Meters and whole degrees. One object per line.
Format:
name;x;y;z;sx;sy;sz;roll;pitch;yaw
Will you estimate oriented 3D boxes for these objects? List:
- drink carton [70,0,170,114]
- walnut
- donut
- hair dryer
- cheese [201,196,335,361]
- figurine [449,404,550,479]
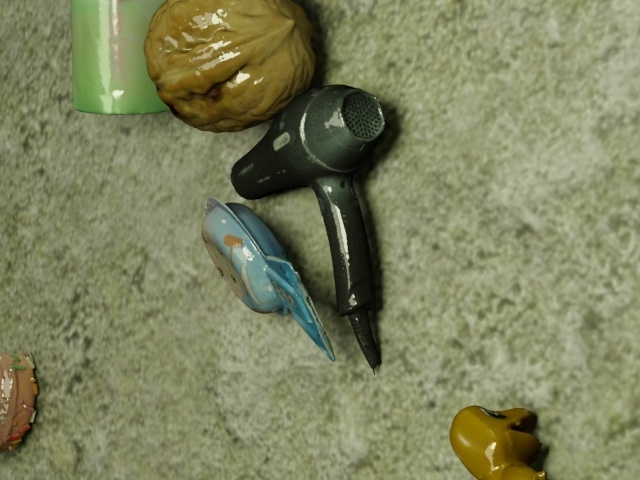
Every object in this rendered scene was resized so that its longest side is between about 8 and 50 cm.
drink carton;-0.204;-0.208;2.047;0.146;0.144;0.142;11;107;51
walnut;-0.084;-0.185;1.877;0.184;0.155;0.155;-15;77;50
donut;-0.389;0.206;2.300;0.166;0.065;0.117;-34;61;46
hair dryer;0.000;0.000;1.832;0.235;0.091;0.272;-27;72;57
cheese;-0.057;0.028;1.869;0.244;0.052;0.135;39;158;56
figurine;0.146;0.215;1.609;0.121;0.122;0.176;78;171;-50
